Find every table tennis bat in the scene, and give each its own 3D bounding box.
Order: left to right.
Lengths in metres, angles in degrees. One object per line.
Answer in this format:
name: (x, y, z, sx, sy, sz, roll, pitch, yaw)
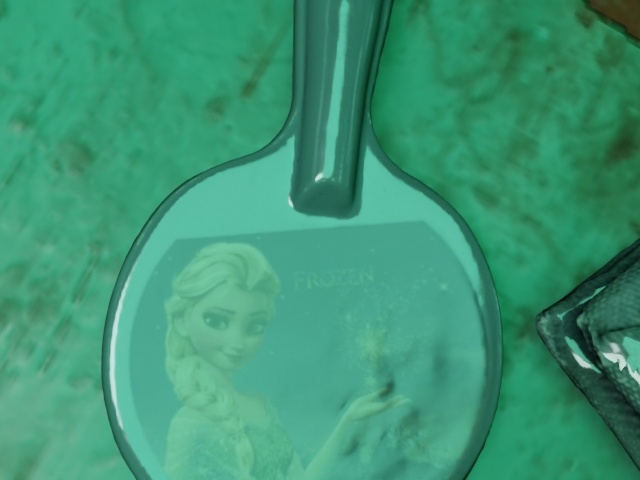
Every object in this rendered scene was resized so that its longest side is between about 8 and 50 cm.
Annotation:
table tennis bat: (0.000, 0.000, 0.343, 0.149, 0.038, 0.237, 7, 84, -4)

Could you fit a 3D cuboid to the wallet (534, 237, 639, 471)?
wallet: (0.271, 0.102, 0.337, 0.237, 0.075, 0.342, -33, 86, -12)
